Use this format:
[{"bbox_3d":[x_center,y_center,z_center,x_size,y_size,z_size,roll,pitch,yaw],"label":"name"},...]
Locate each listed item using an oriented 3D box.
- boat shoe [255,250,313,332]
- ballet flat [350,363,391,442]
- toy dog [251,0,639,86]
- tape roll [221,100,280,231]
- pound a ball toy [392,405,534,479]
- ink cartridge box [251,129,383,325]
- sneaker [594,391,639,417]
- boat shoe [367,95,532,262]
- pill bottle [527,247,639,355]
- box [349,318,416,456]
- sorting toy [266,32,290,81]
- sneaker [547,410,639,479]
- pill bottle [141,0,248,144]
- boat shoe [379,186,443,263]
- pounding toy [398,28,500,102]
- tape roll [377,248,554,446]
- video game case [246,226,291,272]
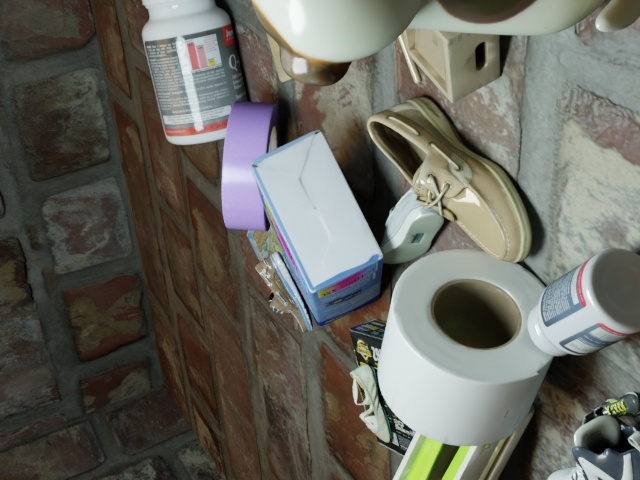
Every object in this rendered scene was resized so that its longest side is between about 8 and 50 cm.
[{"bbox_3d":[-0.074,0.113,1.839,0.066,0.066,0.183,-102,-13,-77],"label":"boat shoe"},{"bbox_3d":[0.095,0.328,1.795,0.057,0.052,0.168,1,108,67],"label":"ballet flat"},{"bbox_3d":[0.110,-0.313,1.002,0.395,0.408,0.284,61,156,23],"label":"toy dog"},{"bbox_3d":[-0.146,-0.159,1.940,0.275,0.090,0.275,4,-90,-88],"label":"tape roll"},{"bbox_3d":[0.229,0.316,1.521,0.208,0.136,0.319,45,121,47],"label":"pound a ball toy"},{"bbox_3d":[0.000,0.000,1.742,0.395,0.151,0.270,76,169,-74],"label":"ink cartridge box"},{"bbox_3d":[0.405,0.230,1.231,0.031,0.035,0.083,65,157,13],"label":"sneaker"},{"bbox_3d":[0.190,-0.085,1.381,0.341,0.110,0.121,54,152,36],"label":"boat shoe"},{"bbox_3d":[0.345,0.088,1.167,0.108,0.108,0.180,66,157,13],"label":"pill bottle"},{"bbox_3d":[0.183,0.300,1.739,0.322,0.079,0.257,5,110,66],"label":"box"},{"bbox_3d":[-0.022,-0.436,1.621,0.257,0.089,0.255,1,108,66],"label":"sorting toy"},{"bbox_3d":[0.377,0.299,1.239,0.153,0.094,0.235,61,158,-6],"label":"sneaker"},{"bbox_3d":[-0.294,-0.420,2.097,0.210,0.210,0.363,25,130,60],"label":"pill bottle"},{"bbox_3d":[0.155,-0.029,1.571,0.227,0.079,0.081,119,148,-62],"label":"boat shoe"},{"bbox_3d":[0.169,-0.301,1.291,0.206,0.094,0.181,57,172,33],"label":"pounding toy"},{"bbox_3d":[0.214,0.156,1.337,0.246,0.246,0.169,55,153,34],"label":"tape roll"},{"bbox_3d":[-0.125,0.010,2.284,0.193,0.023,0.212,62,156,22],"label":"video game case"}]
